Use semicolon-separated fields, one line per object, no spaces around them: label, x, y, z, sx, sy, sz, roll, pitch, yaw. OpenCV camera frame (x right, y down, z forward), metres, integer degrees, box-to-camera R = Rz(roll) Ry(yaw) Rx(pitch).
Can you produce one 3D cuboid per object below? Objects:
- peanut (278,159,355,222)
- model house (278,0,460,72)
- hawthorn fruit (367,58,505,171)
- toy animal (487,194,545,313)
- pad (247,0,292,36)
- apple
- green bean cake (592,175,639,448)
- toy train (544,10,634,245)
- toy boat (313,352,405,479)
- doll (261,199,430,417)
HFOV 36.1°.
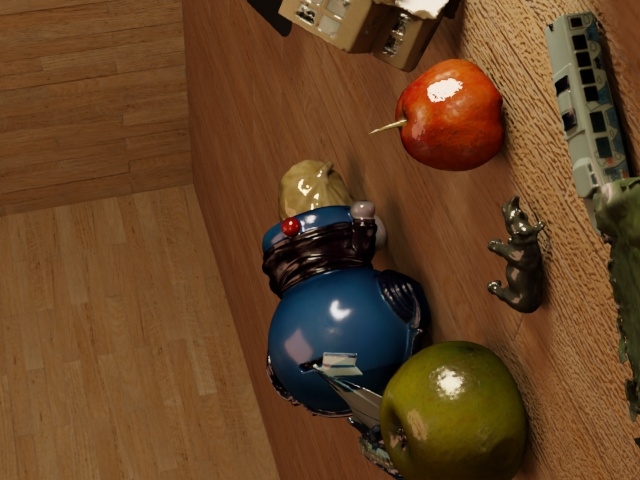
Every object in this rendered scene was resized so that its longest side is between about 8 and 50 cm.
peanut;0.004;0.002;1.702;0.159;0.143;0.291;50;153;44
model house;0.092;-0.338;1.118;0.176;0.181;0.248;32;114;17
hawthorn fruit;0.139;-0.138;1.074;0.125;0.140;0.125;-39;41;43
toy animal;0.212;0.014;1.044;0.065;0.047;0.136;-136;38;-59
pad;-0.050;-0.561;1.754;0.315;0.063;0.376;-126;34;-46
apple;0.159;0.218;1.191;0.196;0.156;0.197;165;90;-69
green bean cake;0.282;0.062;0.601;0.255;0.132;0.241;154;105;-78
toy train;0.236;-0.092;0.849;0.043;0.047;0.208;137;122;-76
toy boat;0.091;0.264;1.376;0.070;0.291;0.210;-59;9;-33
doll;0.026;0.110;1.484;0.240;0.284;0.310;6;-117;-59
